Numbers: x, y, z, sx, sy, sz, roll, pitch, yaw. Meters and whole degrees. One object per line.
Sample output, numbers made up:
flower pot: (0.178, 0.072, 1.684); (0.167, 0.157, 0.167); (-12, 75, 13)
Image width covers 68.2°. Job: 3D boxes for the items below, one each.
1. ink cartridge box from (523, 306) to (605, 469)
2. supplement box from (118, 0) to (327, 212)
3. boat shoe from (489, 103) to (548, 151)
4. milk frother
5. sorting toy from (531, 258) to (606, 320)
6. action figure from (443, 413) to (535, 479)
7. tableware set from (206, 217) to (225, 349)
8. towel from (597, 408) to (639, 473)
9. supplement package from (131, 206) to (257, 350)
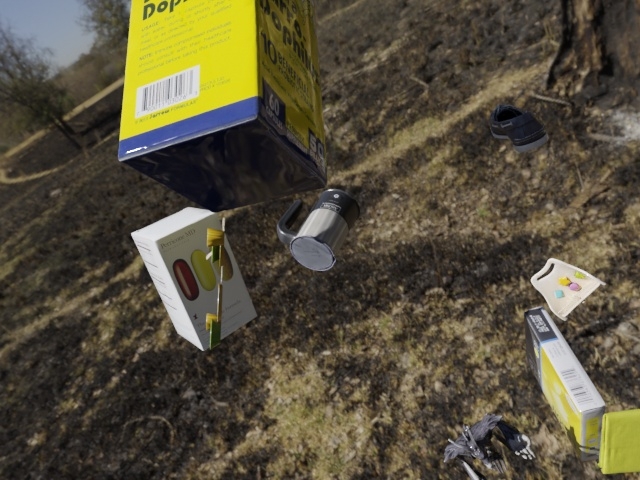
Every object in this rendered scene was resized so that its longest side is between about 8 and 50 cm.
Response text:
ink cartridge box: (0.609, 0.378, 1.198); (0.072, 0.307, 0.303); (-16, 35, 6)
supplement box: (-0.122, -0.248, 0.648); (0.196, 0.194, 0.355); (-11, 70, 21)
boat shoe: (0.342, -0.217, 0.835); (0.075, 0.064, 0.206); (-26, 22, 16)
milk frother: (0.000, 0.000, 0.875); (0.129, 0.143, 0.134); (4, 43, 29)
sorting toy: (0.360, 0.063, 0.702); (0.083, 0.075, 0.045); (-61, -8, 35)
action figure: (0.381, 0.464, 1.042); (0.164, 0.276, 0.141); (-50, 52, 10)
tableware set: (-0.135, 0.054, 0.597); (0.024, 0.153, 0.104); (2, 22, -12)
towel: (0.506, 0.265, 0.652); (0.238, 0.102, 0.021); (-7, 16, 1)
supplement package: (-0.253, 0.072, 0.956); (0.139, 0.243, 0.134); (-32, 26, -31)
